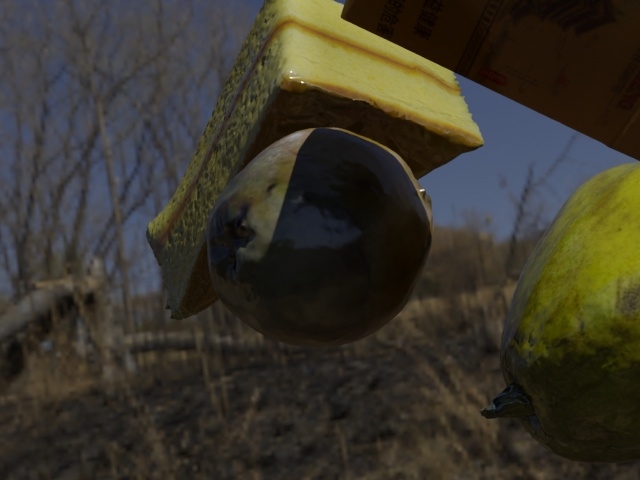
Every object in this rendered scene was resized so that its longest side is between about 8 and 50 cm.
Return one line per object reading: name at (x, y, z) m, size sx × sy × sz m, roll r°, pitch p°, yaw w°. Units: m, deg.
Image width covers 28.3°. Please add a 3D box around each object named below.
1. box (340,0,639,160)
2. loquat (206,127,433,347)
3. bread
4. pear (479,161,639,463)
box at (0.165, -0.180, 0.923) m, size 0.274 × 0.076 × 0.174 m, roll 26°, pitch -31°, yaw 3°
loquat at (0.000, 0.000, 1.062) m, size 0.179 × 0.179 × 0.227 m, roll -13°, pitch 17°, yaw 33°
bread at (-0.026, -0.068, 1.440) m, size 0.245 × 0.233 × 0.362 m, roll 19°, pitch -59°, yaw -19°
pear at (0.310, 0.074, 1.194) m, size 0.375 × 0.287 × 0.287 m, roll -29°, pitch -3°, yaw -11°
